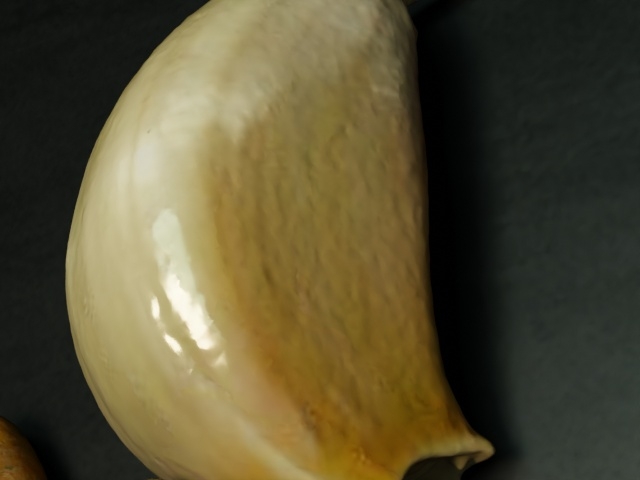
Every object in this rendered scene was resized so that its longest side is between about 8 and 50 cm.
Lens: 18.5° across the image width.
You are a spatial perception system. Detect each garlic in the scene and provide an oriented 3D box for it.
[{"bbox_3d":[-0.014,-0.005,0.750,0.164,0.145,0.245,3,65,1],"label":"garlic"}]

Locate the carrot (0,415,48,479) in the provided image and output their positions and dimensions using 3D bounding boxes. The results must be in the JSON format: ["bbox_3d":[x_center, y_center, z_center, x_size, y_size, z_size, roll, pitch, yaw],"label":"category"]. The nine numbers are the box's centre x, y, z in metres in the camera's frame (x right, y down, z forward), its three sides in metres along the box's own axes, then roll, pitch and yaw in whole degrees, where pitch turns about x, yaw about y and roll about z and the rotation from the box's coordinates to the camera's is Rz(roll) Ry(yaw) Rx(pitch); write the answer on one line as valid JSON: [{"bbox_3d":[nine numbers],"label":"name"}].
[{"bbox_3d":[-0.110,0.145,0.785,0.047,0.047,0.191,-42,55,11],"label":"carrot"}]

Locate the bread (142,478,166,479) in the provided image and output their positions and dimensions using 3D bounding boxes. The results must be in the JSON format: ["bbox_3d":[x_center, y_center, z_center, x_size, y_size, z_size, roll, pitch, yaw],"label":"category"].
[{"bbox_3d":[-0.003,0.170,0.635,0.081,0.134,0.225,-23,35,-25],"label":"bread"}]
